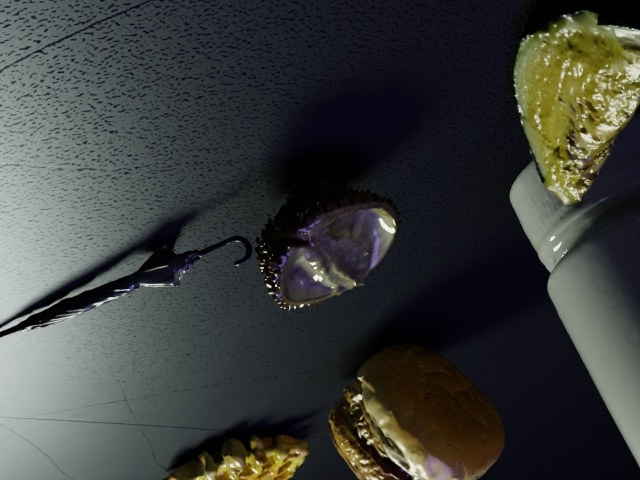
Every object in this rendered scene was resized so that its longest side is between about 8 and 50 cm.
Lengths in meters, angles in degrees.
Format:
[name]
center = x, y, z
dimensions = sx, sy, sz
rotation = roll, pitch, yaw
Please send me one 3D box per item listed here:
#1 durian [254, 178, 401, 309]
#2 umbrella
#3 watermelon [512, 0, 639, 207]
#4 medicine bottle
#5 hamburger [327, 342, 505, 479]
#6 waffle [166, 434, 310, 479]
[durian]
center = 0.000, 0.000, 1.173
dimensions = 0.148, 0.091, 0.188
rotation = -45, 145, -2
[umbrella]
center = -0.194, 0.039, 1.161
dimensions = 0.269, 0.044, 0.044
rotation = -18, -178, 7
[watermelon]
center = 0.247, -0.142, 1.070
dimensions = 0.123, 0.129, 0.301
rotation = -17, 160, -10
[medicine bottle]
center = 0.369, 0.063, 1.305
dimensions = 0.211, 0.371, 0.211
rotation = -19, 155, -9
[hamburger]
center = 0.135, 0.253, 1.647
dimensions = 0.244, 0.244, 0.163
rotation = -1, 135, -41
[waffle]
center = -0.154, 0.374, 1.829
dimensions = 0.309, 0.065, 0.283
rotation = -35, 156, 15
